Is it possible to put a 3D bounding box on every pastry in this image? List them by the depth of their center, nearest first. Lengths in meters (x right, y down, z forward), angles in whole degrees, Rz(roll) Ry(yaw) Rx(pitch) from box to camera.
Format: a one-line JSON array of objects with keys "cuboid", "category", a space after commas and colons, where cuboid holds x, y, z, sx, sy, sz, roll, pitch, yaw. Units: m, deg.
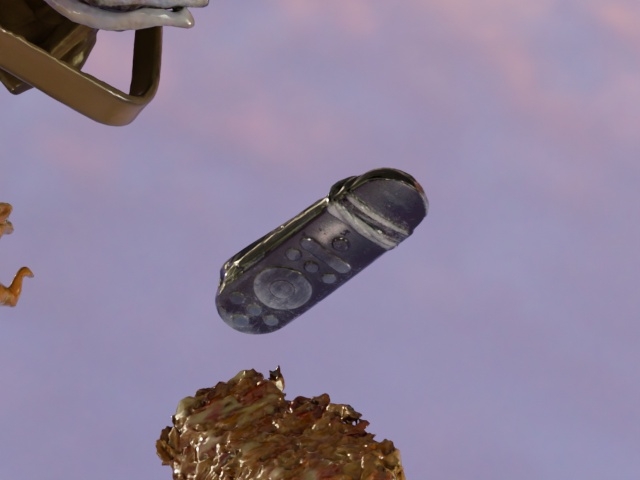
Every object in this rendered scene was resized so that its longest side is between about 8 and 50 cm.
[{"cuboid": [-0.017, 0.121, 0.963, 0.087, 0.063, 0.169, -34, -152, -19], "category": "pastry"}]

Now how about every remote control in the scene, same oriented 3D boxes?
[{"cuboid": [0.000, 0.000, 1.823, 0.266, 0.090, 0.066, -36, -144, 36], "category": "remote control"}]

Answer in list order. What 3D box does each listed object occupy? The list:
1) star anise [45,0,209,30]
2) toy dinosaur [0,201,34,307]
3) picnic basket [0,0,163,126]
[{"cuboid": [-0.145, -0.189, 0.970, 0.093, 0.236, 0.229, -37, -132, 0], "category": "star anise"}, {"cuboid": [-0.276, 0.059, 1.352, 0.057, 0.142, 0.212, 7, -163, 31], "category": "toy dinosaur"}, {"cuboid": [-0.221, -0.243, 1.430, 0.291, 0.254, 0.321, -42, -150, 32], "category": "picnic basket"}]
